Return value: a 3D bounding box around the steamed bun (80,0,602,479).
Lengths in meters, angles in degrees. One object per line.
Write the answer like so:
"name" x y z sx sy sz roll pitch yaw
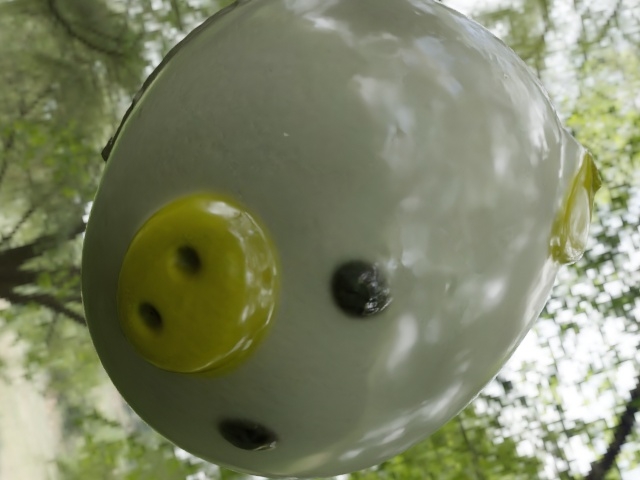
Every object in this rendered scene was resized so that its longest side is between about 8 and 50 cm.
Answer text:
"steamed bun" 0.001 -0.004 0.912 0.374 0.334 0.334 -55 -135 33
